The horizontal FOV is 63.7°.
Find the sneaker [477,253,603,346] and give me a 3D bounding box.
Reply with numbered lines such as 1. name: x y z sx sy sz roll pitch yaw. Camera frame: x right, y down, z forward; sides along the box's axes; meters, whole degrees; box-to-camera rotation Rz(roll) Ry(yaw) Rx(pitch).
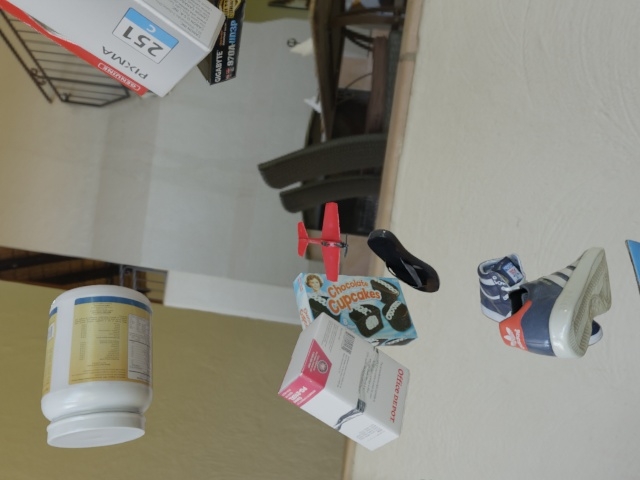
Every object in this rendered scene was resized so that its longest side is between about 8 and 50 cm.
1. sneaker: 0.458 0.123 1.114 0.099 0.282 0.153 -31 -63 -27

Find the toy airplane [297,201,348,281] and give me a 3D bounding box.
1. toy airplane: 0.000 0.000 0.964 0.151 0.028 0.151 11 105 50

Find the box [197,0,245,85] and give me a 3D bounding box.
1. box: -0.183 -0.365 0.735 0.220 0.051 0.175 58 154 15

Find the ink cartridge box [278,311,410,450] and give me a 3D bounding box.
1. ink cartridge box: 0.056 0.290 1.060 0.100 0.237 0.172 -48 12 38

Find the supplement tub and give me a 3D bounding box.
1. supplement tub: -0.316 0.180 0.740 0.144 0.144 0.200 90 171 -61

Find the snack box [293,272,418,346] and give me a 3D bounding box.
1. snack box: 0.094 0.186 1.369 0.060 0.321 0.187 -50 45 44

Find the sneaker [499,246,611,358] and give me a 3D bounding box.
1. sneaker: 0.449 0.105 0.983 0.350 0.148 0.131 -24 -78 -46

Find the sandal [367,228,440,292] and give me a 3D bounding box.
1. sandal: 0.206 0.068 1.305 0.097 0.254 0.055 -23 39 44

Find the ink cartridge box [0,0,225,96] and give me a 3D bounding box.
1. ink cartridge box: -0.302 -0.275 0.600 0.261 0.296 0.066 -14 54 49

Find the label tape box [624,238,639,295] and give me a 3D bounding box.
1. label tape box: 0.359 0.159 0.383 0.106 0.333 0.241 116 166 -55
